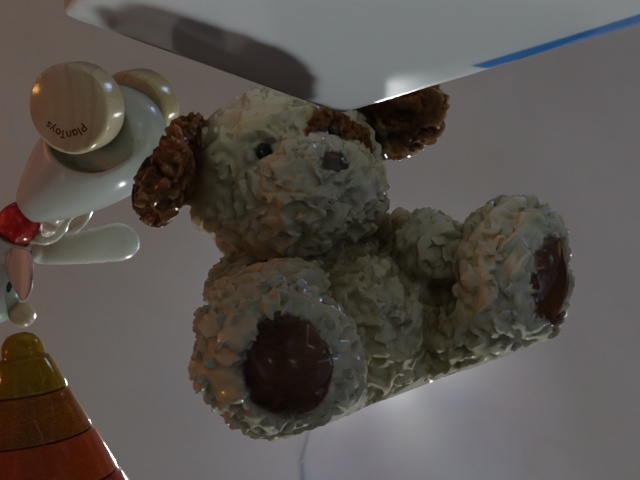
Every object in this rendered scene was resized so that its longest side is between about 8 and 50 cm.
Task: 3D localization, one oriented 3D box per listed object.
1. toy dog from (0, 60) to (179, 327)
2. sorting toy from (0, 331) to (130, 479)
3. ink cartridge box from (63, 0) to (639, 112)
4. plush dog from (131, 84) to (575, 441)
[{"bbox_3d":[-0.232,-0.027,0.884,0.161,0.334,0.220,41,-138,8],"label":"toy dog"},{"bbox_3d":[-0.287,0.135,0.494,0.365,0.127,0.126,-8,-87,-32],"label":"sorting toy"},{"bbox_3d":[0.050,-0.279,0.351,0.166,0.285,0.395,15,-98,-27],"label":"ink cartridge box"},{"bbox_3d":[0.000,0.000,0.585,0.262,0.210,0.225,-15,-101,-26],"label":"plush dog"}]
